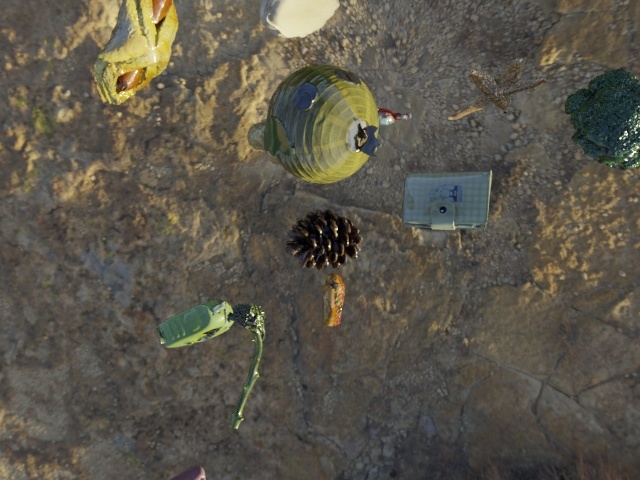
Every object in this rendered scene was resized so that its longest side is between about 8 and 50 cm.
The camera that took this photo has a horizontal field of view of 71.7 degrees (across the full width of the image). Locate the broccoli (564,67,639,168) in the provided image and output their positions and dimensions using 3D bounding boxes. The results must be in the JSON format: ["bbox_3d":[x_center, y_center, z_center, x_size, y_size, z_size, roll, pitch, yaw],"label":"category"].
[{"bbox_3d":[0.854,-0.336,1.286,0.265,0.245,0.295,-32,90,6],"label":"broccoli"}]

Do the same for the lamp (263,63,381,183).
[{"bbox_3d":[0.018,-0.233,0.928,0.284,0.250,0.251,33,118,44],"label":"lamp"}]

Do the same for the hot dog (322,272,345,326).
[{"bbox_3d":[0.024,0.113,0.805,0.038,0.062,0.144,8,143,6],"label":"hot dog"}]

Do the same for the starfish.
[{"bbox_3d":[0.509,-0.451,1.312,0.294,0.231,0.048,-17,63,24],"label":"starfish"}]

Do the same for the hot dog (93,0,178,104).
[{"bbox_3d":[-0.206,-0.227,0.512,0.061,0.078,0.169,31,106,8],"label":"hot dog"}]

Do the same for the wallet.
[{"bbox_3d":[0.462,-0.151,1.637,0.309,0.077,0.224,4,79,27],"label":"wallet"}]

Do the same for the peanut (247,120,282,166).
[{"bbox_3d":[-0.184,-0.389,1.757,0.325,0.140,0.154,31,121,42],"label":"peanut"}]

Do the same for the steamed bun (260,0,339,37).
[{"bbox_3d":[-0.048,-0.521,0.937,0.182,0.183,0.106,-28,80,16],"label":"steamed bun"}]

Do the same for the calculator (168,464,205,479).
[{"bbox_3d":[-0.251,0.467,0.596,0.043,0.294,0.194,-2,110,45],"label":"calculator"}]

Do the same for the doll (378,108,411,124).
[{"bbox_3d":[0.153,-0.288,1.036,0.114,0.057,0.039,-4,135,-10],"label":"doll"}]

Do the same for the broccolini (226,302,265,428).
[{"bbox_3d":[-0.097,0.171,0.610,0.054,0.052,0.194,21,112,48],"label":"broccolini"}]

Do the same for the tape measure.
[{"bbox_3d":[-0.342,0.233,1.287,0.199,0.175,0.106,-30,74,6],"label":"tape measure"}]

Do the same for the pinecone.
[{"bbox_3d":[-0.001,-0.002,1.245,0.212,0.169,0.186,-1,155,-20],"label":"pinecone"}]
